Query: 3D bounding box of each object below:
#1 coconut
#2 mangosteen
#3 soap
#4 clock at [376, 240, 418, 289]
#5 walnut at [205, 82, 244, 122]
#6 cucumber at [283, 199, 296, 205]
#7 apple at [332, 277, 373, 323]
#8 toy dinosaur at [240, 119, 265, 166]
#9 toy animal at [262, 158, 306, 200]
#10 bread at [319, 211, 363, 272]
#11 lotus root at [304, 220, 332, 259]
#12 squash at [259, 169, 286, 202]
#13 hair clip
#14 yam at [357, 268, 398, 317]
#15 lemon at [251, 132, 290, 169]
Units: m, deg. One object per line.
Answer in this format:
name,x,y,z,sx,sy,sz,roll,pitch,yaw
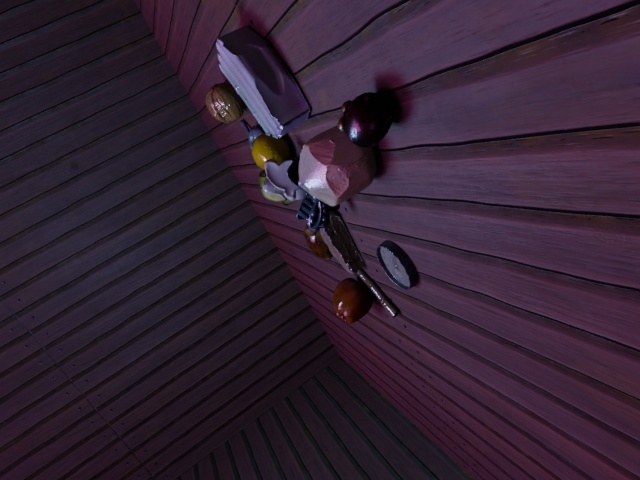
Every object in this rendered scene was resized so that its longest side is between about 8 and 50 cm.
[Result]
coconut,0.044,-0.241,1.428,0.245,0.247,0.245,53,165,21
mangosteen,0.119,-0.331,1.177,0.152,0.152,0.152,51,164,20
soap,-0.228,-0.613,1.704,0.446,0.156,0.261,56,165,7
clock,0.301,0.100,1.724,0.215,0.042,0.215,52,165,21
walnut,-0.505,-0.726,2.312,0.213,0.213,0.213,51,164,20
cucumber,-0.204,-0.308,2.357,0.244,0.134,0.134,52,166,37
apple,0.164,0.309,2.266,0.234,0.234,0.234,51,164,20
toy dinosaur,-0.369,-0.598,2.345,0.331,0.129,0.383,63,166,10
toy animal,-0.124,-0.269,1.987,0.265,0.271,0.206,75,-174,-84
bread,0.087,0.006,2.115,0.337,0.102,0.183,60,169,-21
lotus root,0.000,0.000,2.287,0.169,0.141,0.314,46,164,49
squash,-0.254,-0.339,2.185,0.203,0.111,0.289,62,-164,-54
hair clip,-0.007,-0.204,1.765,0.194,0.206,0.310,38,152,37
yam,0.269,0.243,2.132,0.327,0.045,0.045,50,-165,29
lemon,-0.235,-0.421,2.072,0.244,0.186,0.187,-103,-8,-55
